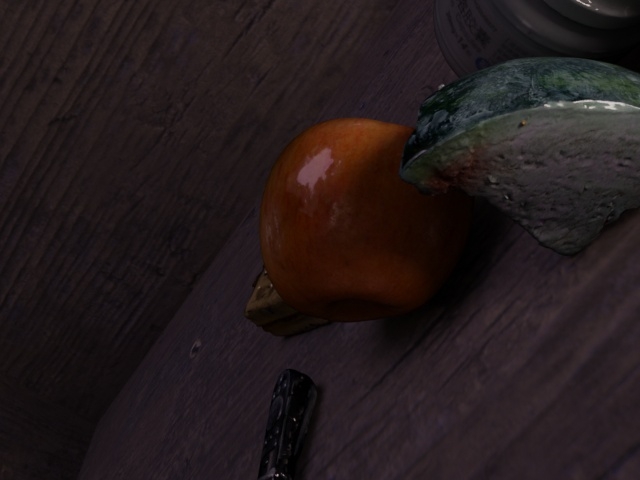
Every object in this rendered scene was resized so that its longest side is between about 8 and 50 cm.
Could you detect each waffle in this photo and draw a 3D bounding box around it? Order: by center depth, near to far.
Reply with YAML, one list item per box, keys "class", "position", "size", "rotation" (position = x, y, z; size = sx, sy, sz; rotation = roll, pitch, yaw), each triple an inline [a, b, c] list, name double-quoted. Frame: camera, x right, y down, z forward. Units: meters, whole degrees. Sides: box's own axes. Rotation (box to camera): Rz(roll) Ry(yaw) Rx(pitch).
- class: "waffle"
  position: [0.000, 0.000, 1.421]
  size: [0.261, 0.114, 0.376]
  rotation: [-30, 31, 60]

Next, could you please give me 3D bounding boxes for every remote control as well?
- class: "remote control"
  position: [-0.053, 0.320, 1.078]
  size: [0.265, 0.066, 0.090]
  rotation: [-79, 13, -45]

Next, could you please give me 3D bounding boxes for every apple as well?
- class: "apple"
  position: [0.060, -0.022, 0.976]
  size: [0.299, 0.299, 0.275]
  rotation: [167, 114, -69]

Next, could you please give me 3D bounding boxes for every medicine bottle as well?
- class: "medicine bottle"
  position: [0.292, -0.320, 0.824]
  size: [0.245, 0.245, 0.306]
  rotation: [-63, 4, -21]

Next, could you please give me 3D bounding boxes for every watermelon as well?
- class: "watermelon"
  position: [0.227, -0.093, 0.765]
  size: [0.320, 0.213, 0.289]
  rotation: [-12, 19, -3]
